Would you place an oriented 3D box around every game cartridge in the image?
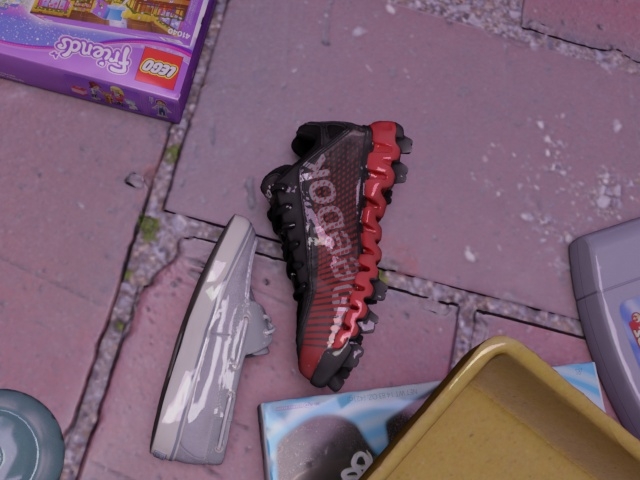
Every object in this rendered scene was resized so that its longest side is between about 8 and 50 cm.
[{"bbox_3d":[0.383,0.114,0.728,0.198,0.062,0.297,-16,77,-18],"label":"game cartridge"}]

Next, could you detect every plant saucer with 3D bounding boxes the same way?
[{"bbox_3d":[-0.283,0.187,0.607,0.119,0.021,0.119,3,74,-9],"label":"plant saucer"},{"bbox_3d":[0.123,0.267,0.542,0.333,0.081,0.332,38,95,-19],"label":"plant saucer"}]

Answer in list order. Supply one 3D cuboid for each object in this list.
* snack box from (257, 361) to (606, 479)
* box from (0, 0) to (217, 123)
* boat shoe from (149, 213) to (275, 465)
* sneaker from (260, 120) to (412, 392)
[{"bbox_3d":[0.112,0.222,0.643,0.322,0.060,0.187,-5,76,-11],"label":"snack box"},{"bbox_3d":[-0.260,-0.253,0.723,0.293,0.057,0.201,15,71,-5],"label":"box"},{"bbox_3d":[-0.086,0.091,0.647,0.081,0.079,0.227,19,76,-13],"label":"boat shoe"},{"bbox_3d":[0.000,0.000,0.670,0.135,0.097,0.276,13,68,-5],"label":"sneaker"}]
